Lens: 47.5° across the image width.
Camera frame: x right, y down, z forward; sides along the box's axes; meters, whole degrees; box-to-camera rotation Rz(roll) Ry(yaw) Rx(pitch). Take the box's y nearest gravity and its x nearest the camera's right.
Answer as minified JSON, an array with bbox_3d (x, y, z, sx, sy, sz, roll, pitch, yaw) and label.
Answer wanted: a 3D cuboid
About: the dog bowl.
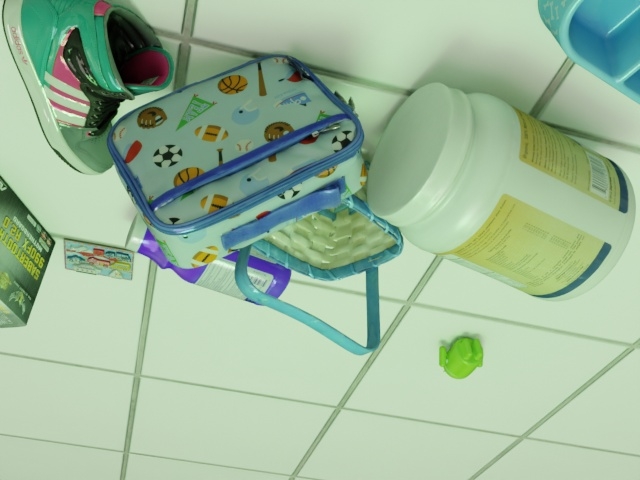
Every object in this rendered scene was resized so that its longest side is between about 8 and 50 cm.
[{"bbox_3d":[0.405,-0.253,0.888,0.297,0.074,0.166,23,138,-24],"label":"dog bowl"}]

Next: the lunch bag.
[{"bbox_3d":[-0.095,-0.107,0.921,0.303,0.243,0.115,-27,143,-13],"label":"lunch bag"}]

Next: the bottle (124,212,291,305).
[{"bbox_3d":[-0.195,0.028,1.272,0.283,0.092,0.118,20,138,-20],"label":"bottle"}]

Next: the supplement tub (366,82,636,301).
[{"bbox_3d":[0.246,-0.065,1.012,0.316,0.228,0.228,22,138,-22],"label":"supplement tub"}]

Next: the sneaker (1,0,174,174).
[{"bbox_3d":[-0.280,-0.201,0.975,0.179,0.123,0.295,6,141,12],"label":"sneaker"}]

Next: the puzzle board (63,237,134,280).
[{"bbox_3d":[-0.417,0.039,1.368,0.128,0.011,0.096,11,141,-9],"label":"puzzle board"}]

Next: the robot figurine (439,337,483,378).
[{"bbox_3d":[0.300,0.250,1.534,0.101,0.067,0.115,1,143,-17],"label":"robot figurine"}]

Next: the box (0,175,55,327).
[{"bbox_3d":[-0.541,0.007,1.201,0.056,0.183,0.231,-7,140,12],"label":"box"}]

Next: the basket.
[{"bbox_3d":[0.000,0.000,1.063,0.201,0.288,0.255,-29,131,35],"label":"basket"}]
